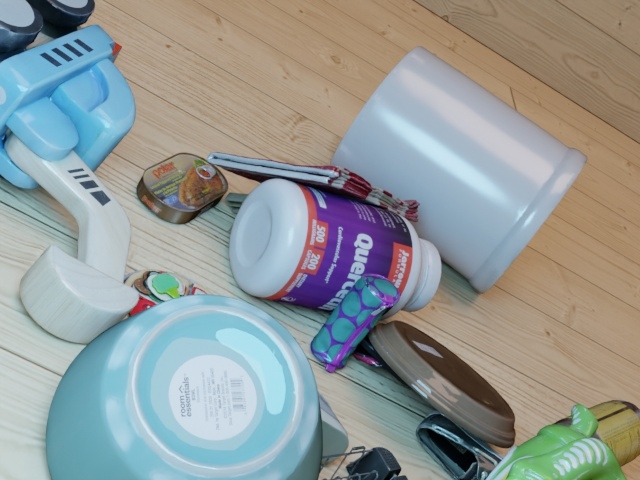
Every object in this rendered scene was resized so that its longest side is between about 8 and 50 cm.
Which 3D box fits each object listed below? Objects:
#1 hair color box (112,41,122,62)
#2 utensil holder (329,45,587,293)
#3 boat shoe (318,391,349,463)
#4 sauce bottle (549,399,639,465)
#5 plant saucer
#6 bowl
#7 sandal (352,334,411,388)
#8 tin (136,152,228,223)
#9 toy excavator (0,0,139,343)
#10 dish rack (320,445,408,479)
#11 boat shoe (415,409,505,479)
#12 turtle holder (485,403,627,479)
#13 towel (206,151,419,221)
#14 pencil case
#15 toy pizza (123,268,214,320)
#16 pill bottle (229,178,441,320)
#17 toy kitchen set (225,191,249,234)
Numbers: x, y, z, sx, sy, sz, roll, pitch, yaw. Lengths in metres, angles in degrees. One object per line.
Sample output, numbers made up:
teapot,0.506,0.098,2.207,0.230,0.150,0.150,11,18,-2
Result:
hair color box,-0.391,-0.291,1.615,0.043,0.072,0.141,32,29,-9
utensil holder,0.256,-0.141,1.838,0.385,0.328,0.327,37,29,5
boat shoe,-0.050,0.204,1.225,0.227,0.079,0.081,46,5,-33
sauce bottle,0.413,0.335,1.533,0.344,0.111,0.111,-3,47,-47
plant saucer,0.192,0.209,1.455,0.278,0.041,0.278,35,9,-7
bowl,-0.123,0.180,1.007,0.311,0.163,0.312,9,58,-15
sandal,0.083,0.179,1.466,0.179,0.040,0.067,42,18,32
tin,-0.222,-0.086,1.537,0.106,0.040,0.189,43,30,4
toy excavator,-0.356,-0.123,1.302,0.445,0.222,0.433,44,30,-4
dish rack,0.027,0.349,1.145,0.271,0.074,0.208,3,42,-42
boat shoe,0.229,0.336,1.377,0.219,0.078,0.070,38,27,19
turtle holder,0.304,0.364,1.181,0.243,0.227,0.320,58,-8,10
towel,-0.002,-0.091,1.570,0.237,0.037,0.329,11,-4,29
pencil case,0.050,0.120,1.412,0.064,0.152,0.070,24,25,-28
toy pizza,-0.188,0.107,1.298,0.201,0.032,0.201,26,31,-17
pill bottle,0.031,0.024,1.498,0.322,0.181,0.182,14,36,-33
toy kitchen set,-0.128,-0.024,1.561,0.083,0.075,0.068,-56,135,-29
